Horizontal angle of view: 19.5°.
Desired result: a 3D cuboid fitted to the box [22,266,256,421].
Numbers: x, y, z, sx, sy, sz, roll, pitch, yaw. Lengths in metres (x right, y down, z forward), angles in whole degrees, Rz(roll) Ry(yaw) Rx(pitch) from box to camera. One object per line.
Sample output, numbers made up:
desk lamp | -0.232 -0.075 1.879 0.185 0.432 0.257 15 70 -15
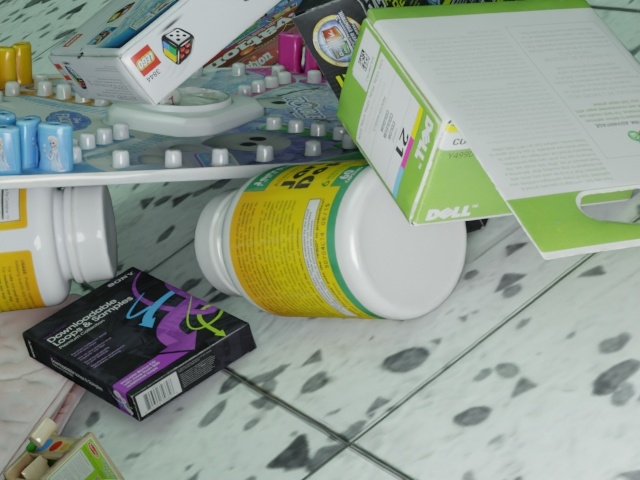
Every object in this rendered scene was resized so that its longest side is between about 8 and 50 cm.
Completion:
box | -0.145 0.078 1.464 0.116 0.029 0.162 -32 33 -29

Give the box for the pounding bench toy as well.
pounding bench toy | -0.194 0.160 1.343 0.065 0.083 0.052 -1 36 50

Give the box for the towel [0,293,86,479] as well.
towel | -0.360 0.136 1.508 0.332 0.053 0.317 4 33 19

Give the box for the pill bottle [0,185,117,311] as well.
pill bottle | -0.281 0.003 1.547 0.215 0.117 0.117 -6 24 1

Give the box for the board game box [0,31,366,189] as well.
board game box | -0.121 -0.127 1.673 0.390 0.050 0.390 -4 17 -13

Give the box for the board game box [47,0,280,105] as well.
board game box | -0.065 -0.223 1.494 0.305 0.053 0.193 -41 20 -14

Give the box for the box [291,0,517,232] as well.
box | 0.090 -0.157 1.492 0.060 0.216 0.270 -18 25 29

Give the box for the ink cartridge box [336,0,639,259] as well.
ink cartridge box | 0.151 -0.052 1.267 0.189 0.097 0.255 -7 45 -27

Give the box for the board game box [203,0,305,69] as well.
board game box | -0.039 -0.245 2.108 0.281 0.027 0.145 -31 23 -3

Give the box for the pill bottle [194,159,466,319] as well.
pill bottle | 0.000 0.000 1.398 0.117 0.117 0.208 -44 25 -30
